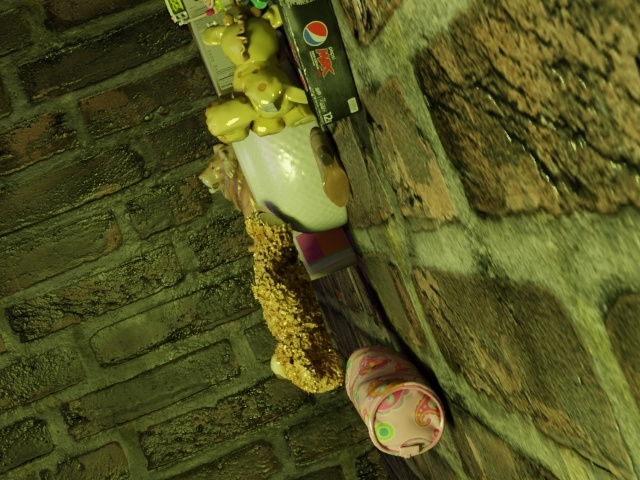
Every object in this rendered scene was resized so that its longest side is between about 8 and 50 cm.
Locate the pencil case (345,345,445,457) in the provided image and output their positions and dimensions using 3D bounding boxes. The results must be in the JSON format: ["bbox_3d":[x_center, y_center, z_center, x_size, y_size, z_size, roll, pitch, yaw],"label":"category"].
[{"bbox_3d":[0.111,0.247,1.577,0.284,0.124,0.124,-143,32,-81],"label":"pencil case"}]

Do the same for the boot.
[{"bbox_3d":[0.013,-0.121,1.577,0.087,0.042,0.118,-107,-1,-56],"label":"boot"}]

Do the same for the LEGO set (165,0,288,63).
[{"bbox_3d":[-0.177,-0.384,1.678,0.287,0.107,0.132,59,153,8],"label":"LEGO set"}]

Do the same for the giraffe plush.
[{"bbox_3d":[-0.101,-0.261,1.539,0.210,0.181,0.171,139,117,-77],"label":"giraffe plush"}]

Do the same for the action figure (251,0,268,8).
[{"bbox_3d":[-0.135,-0.439,1.439,0.232,0.137,0.063,61,165,-14],"label":"action figure"}]

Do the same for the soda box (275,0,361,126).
[{"bbox_3d":[-0.004,-0.221,1.158,0.060,0.053,0.169,-117,7,-56],"label":"soda box"}]

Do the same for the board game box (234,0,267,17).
[{"bbox_3d":[-0.140,-0.443,1.787,0.141,0.048,0.170,-140,28,-77],"label":"board game box"}]

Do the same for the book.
[{"bbox_3d":[0.000,0.000,1.916,0.035,0.096,0.144,73,174,-52],"label":"book"}]

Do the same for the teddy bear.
[{"bbox_3d":[-0.063,0.107,1.740,0.245,0.113,0.338,-156,47,-86],"label":"teddy bear"}]

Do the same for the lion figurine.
[{"bbox_3d":[-0.095,-0.097,2.115,0.392,0.142,0.240,4,109,50],"label":"lion figurine"}]

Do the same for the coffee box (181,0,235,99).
[{"bbox_3d":[-0.221,-0.455,2.248,0.168,0.118,0.297,124,124,-83],"label":"coffee box"}]

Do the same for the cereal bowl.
[{"bbox_3d":[-0.076,-0.159,1.800,0.339,0.141,0.339,157,90,-86],"label":"cereal bowl"}]
